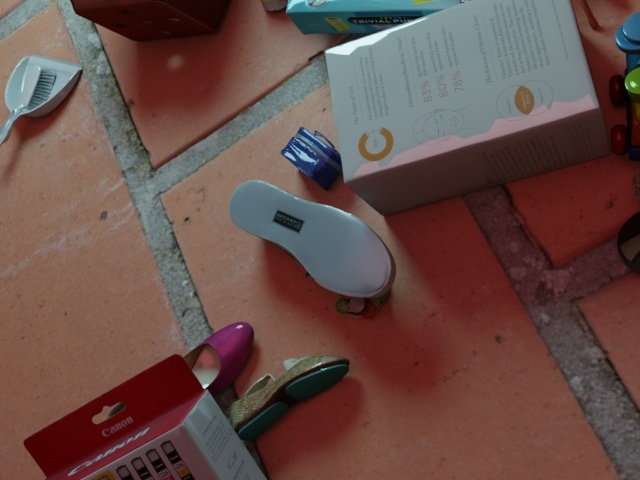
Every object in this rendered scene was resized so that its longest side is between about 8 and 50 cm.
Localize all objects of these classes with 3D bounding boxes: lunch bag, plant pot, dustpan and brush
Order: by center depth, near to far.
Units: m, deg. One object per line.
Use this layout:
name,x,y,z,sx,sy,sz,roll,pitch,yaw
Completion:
lunch bag,-0.009,-0.133,1.348,0.098,0.067,0.065,42,93,29
plant pot,-0.292,-0.486,1.485,0.268,0.267,0.235,0,86,24
dustpan and brush,-0.556,-0.260,1.630,0.147,0.060,0.211,17,82,27

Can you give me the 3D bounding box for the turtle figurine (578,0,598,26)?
turtle figurine,0.388,-0.463,1.247,0.217,0.087,0.269,-33,97,0

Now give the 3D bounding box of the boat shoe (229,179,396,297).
boat shoe,-0.002,0.004,1.285,0.306,0.105,0.113,22,89,34

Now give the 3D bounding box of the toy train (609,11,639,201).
toy train,0.420,-0.160,1.099,0.105,0.143,0.247,-5,58,23

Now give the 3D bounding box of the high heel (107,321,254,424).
high heel,-0.211,0.204,1.308,0.244,0.117,0.082,-39,63,9

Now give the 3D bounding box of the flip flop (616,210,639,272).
flip flop,0.516,-0.013,1.079,0.277,0.080,0.112,-19,55,35

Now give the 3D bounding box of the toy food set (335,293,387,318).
toy food set,0.060,0.077,1.282,0.083,0.020,0.082,-5,73,22

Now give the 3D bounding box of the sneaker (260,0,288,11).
sneaker,-0.077,-0.505,1.473,0.082,0.094,0.208,-3,72,25

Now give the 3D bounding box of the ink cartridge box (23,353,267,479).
ink cartridge box,-0.264,0.353,1.216,0.310,0.130,0.271,-31,96,13

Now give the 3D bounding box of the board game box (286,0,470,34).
board game box,0.133,-0.450,1.328,0.336,0.079,0.253,5,78,24

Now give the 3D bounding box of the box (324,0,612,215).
box,0.204,-0.195,1.216,0.346,0.168,0.214,-14,70,19

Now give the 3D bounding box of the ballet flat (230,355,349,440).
ballet flat,-0.053,0.213,1.267,0.206,0.073,0.067,-34,50,7
